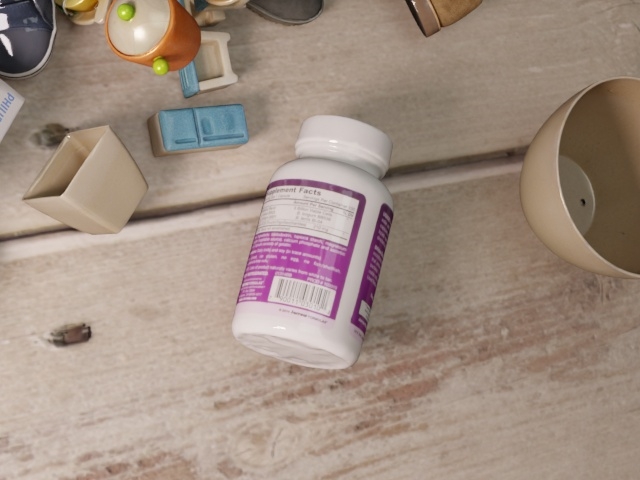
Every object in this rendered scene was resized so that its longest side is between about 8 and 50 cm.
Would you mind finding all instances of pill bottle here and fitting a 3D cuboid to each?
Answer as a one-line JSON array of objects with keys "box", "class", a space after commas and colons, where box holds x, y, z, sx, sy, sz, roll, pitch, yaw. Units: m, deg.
[{"box": [0.000, 0.000, 1.766, 0.169, 0.169, 0.302, 22, 72, -23], "class": "pill bottle"}]

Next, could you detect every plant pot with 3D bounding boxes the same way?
[{"box": [-0.276, -0.064, 1.671, 0.096, 0.109, 0.109, 44, 64, -28], "class": "plant pot"}, {"box": [0.394, -0.075, 1.974, 0.284, 0.191, 0.284, 5, 79, -28], "class": "plant pot"}]

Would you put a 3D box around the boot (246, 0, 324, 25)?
[{"box": [-0.040, -0.351, 1.780, 0.189, 0.208, 0.076, 11, 74, -26], "class": "boot"}]

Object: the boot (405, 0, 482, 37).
[{"box": [0.132, -0.447, 1.926, 0.115, 0.112, 0.305, -26, 103, 3], "class": "boot"}]

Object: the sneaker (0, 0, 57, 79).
[{"box": [-0.391, -0.352, 1.622, 0.126, 0.127, 0.321, -11, 92, -5], "class": "sneaker"}]

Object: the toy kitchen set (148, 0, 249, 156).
[{"box": [-0.143, -0.227, 1.729, 0.122, 0.166, 0.207, -9, 85, -29], "class": "toy kitchen set"}]

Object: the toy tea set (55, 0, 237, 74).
[{"box": [-0.246, -0.337, 1.648, 0.200, 0.336, 0.124, -61, 154, 3], "class": "toy tea set"}]

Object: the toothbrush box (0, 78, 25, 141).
[{"box": [-0.502, -0.153, 1.496, 0.295, 0.126, 0.216, 42, 40, -22], "class": "toothbrush box"}]
